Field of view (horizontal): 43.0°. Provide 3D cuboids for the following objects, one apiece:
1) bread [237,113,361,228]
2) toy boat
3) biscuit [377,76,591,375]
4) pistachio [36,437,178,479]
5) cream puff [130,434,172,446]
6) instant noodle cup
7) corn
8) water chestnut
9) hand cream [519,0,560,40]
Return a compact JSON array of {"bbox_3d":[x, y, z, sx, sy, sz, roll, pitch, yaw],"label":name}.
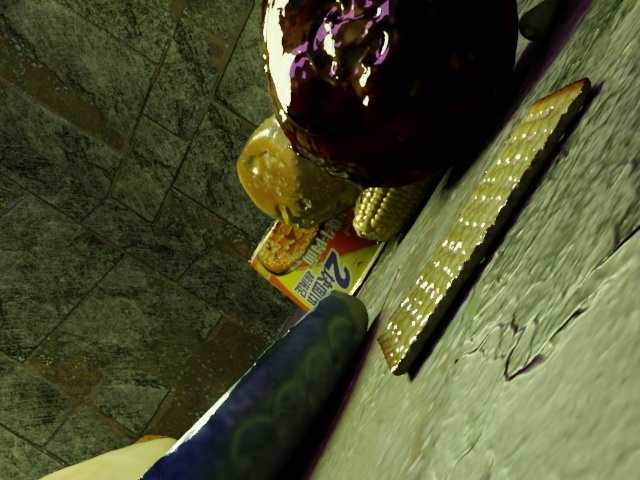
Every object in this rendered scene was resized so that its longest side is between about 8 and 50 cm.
[{"bbox_3d":[0.021,-0.131,1.217,0.246,0.176,0.195,-35,-10,-31],"label":"bread"},{"bbox_3d":[-0.056,0.196,0.823,0.330,0.123,0.215,-42,-3,-46],"label":"toy boat"},{"bbox_3d":[0.112,-0.010,0.594,0.231,0.016,0.139,-58,1,3],"label":"biscuit"},{"bbox_3d":[-0.236,0.347,0.881,0.238,0.229,0.321,-31,2,35],"label":"pistachio"},{"bbox_3d":[-0.343,0.522,1.573,0.303,0.212,0.303,-53,-8,-10],"label":"cream puff"},{"bbox_3d":[-0.007,0.018,1.348,0.213,0.174,0.213,-57,1,1],"label":"instant noodle cup"},{"bbox_3d":[0.134,-0.127,1.135,0.292,0.101,0.101,-59,1,-4],"label":"corn"},{"bbox_3d":[0.096,-0.229,0.989,0.302,0.350,0.350,-13,-36,-48],"label":"water chestnut"},{"bbox_3d":[0.276,-0.283,0.965,0.165,0.037,0.057,-51,-4,-39],"label":"hand cream"}]
